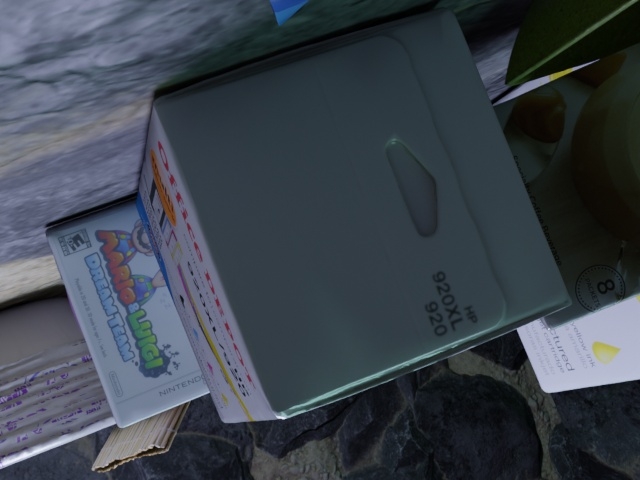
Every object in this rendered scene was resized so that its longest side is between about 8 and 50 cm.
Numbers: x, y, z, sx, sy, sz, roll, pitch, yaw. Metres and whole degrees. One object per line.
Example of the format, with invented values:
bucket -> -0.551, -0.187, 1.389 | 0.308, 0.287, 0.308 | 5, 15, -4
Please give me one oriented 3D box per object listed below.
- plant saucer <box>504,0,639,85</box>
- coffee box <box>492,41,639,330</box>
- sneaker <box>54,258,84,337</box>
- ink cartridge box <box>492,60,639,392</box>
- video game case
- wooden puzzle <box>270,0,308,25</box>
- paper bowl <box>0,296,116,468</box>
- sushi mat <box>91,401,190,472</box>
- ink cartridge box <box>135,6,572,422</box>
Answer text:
plant saucer -> 0.210, -0.157, 0.555 | 0.188, 0.045, 0.188 | -20, 175, -25
coffee box -> 0.224, -0.057, 0.628 | 0.246, 0.141, 0.098 | -24, 175, 9
sneaker -> -0.053, 0.032, 0.822 | 0.282, 0.161, 0.102 | -23, 174, 1
ink cartridge box -> 0.292, -0.039, 0.866 | 0.160, 0.279, 0.385 | -19, 174, -22
video game case -> -0.103, 0.040, 0.740 | 0.143, 0.157, 0.019 | -21, -160, -14
wooden puzzle -> 0.027, -0.117, 0.375 | 0.116, 0.014, 0.078 | -23, 171, 10
paper bowl -> -0.323, 0.157, 1.069 | 0.284, 0.148, 0.284 | -22, 176, -2
sushi mat -> -0.166, 0.131, 1.224 | 0.151, 0.019, 0.316 | -28, -151, 42
ink cartridge box -> 0.000, 0.000, 0.606 | 0.168, 0.171, 0.233 | -21, 175, -15
